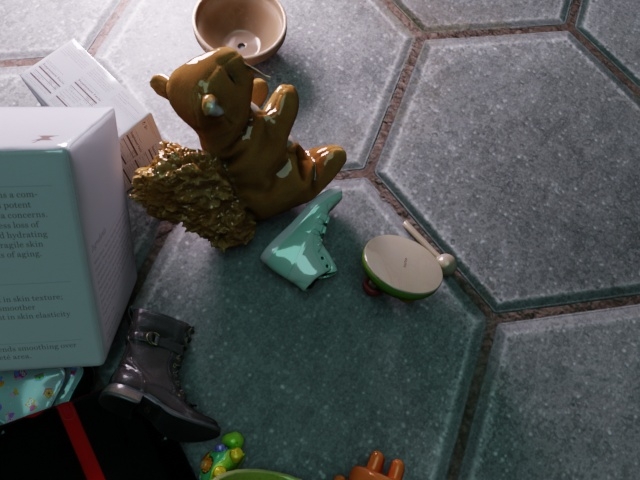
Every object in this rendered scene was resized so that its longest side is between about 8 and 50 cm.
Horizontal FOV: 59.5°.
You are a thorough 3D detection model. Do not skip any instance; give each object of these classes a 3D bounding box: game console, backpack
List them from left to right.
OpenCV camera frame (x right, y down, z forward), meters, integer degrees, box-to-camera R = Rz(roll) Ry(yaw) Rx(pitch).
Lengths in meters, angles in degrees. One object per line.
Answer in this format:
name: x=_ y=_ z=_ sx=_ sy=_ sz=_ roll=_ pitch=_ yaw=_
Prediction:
backpack: x=-0.566 y=0.286 z=1.082 sx=0.188 sy=0.144 sz=0.166 roll=18 pitch=74 yaw=8
game console: x=-0.378 y=0.456 z=0.980 sx=0.342 sy=0.060 sz=0.386 roll=-14 pitch=66 yaw=-48

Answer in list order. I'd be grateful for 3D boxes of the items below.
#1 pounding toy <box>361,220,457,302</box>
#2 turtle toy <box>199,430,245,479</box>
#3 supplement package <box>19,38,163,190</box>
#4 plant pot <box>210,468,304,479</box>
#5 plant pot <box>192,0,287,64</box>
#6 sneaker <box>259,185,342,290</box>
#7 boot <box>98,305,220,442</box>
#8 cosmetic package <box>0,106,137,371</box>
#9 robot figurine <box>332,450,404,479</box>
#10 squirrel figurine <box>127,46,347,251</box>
pounding toy: x=0.182 y=0.077 z=1.262 sx=0.183 sy=0.110 sz=0.237 roll=38 pitch=41 yaw=21
turtle toy: x=-0.190 y=0.429 z=1.087 sx=0.066 sy=0.095 sz=0.130 roll=30 pitch=41 yaw=17
supplement package: x=-0.498 y=-0.274 z=1.262 sx=0.262 sy=0.204 sz=0.145 roll=44 pitch=74 yaw=11
plant pot: x=-0.101 y=0.576 z=0.949 sx=0.276 sy=0.276 sz=0.254 roll=17 pitch=92 yaw=1
plant pot: x=-0.204 y=-0.531 z=1.436 sx=0.237 sy=0.110 sz=0.237 roll=1 pitch=70 yaw=-4
sneaker: x=0.000 y=0.000 z=1.269 sx=0.151 sy=0.094 sz=0.256 roll=41 pitch=69 yaw=3
boot: x=-0.294 y=0.258 z=1.119 sx=0.263 sy=0.091 sz=0.229 roll=31 pitch=38 yaw=-18
cosmetic package: x=-0.542 y=-0.017 z=1.005 sx=0.329 sy=0.327 sz=0.393 roll=-1 pitch=114 yaw=-6
robot figurine: x=0.097 y=0.518 z=1.059 sx=0.158 sy=0.128 sz=0.219 roll=32 pitch=68 yaw=-19
squirrel figurine: x=-0.201 y=-0.181 z=1.149 sx=0.281 sy=0.370 sz=0.397 roll=36 pitch=85 yaw=30
